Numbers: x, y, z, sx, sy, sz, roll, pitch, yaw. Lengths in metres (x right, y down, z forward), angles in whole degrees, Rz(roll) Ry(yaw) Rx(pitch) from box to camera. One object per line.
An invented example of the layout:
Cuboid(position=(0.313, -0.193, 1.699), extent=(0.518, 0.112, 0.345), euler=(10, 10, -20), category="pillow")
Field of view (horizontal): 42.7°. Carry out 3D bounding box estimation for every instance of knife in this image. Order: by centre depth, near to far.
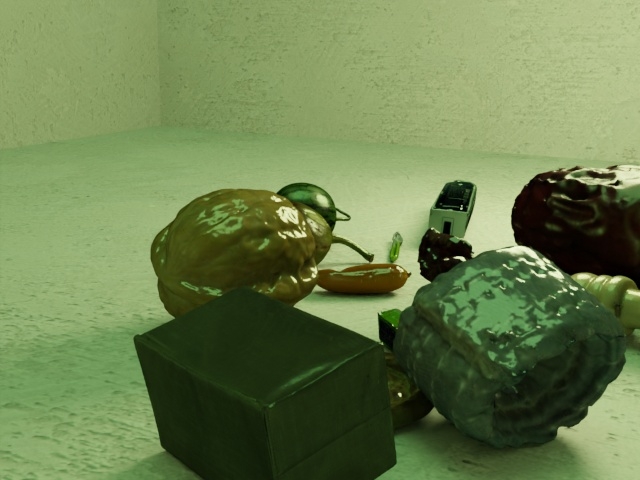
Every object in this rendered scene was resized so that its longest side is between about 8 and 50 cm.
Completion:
Cuboid(position=(0.162, 0.013, 1.745), extent=(0.022, 0.026, 0.184), euler=(-37, 8, 17), category="knife")

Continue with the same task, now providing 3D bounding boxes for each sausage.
Cuboid(position=(0.073, 0.069, 1.459), extent=(0.183, 0.054, 0.062), euler=(-3, -17, -7), category="sausage")

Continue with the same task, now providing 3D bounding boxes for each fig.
Cuboid(position=(0.000, 0.000, 1.603), extent=(0.245, 0.149, 0.149), euler=(7, 9, -32), category="fig")

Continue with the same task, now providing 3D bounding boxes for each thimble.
Cuboid(position=(0.216, 0.122, 0.932), extent=(0.236, 0.205, 0.172), euler=(9, 24, -39), category="thimble")

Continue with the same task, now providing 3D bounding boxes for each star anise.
Cuboid(position=(0.237, 0.073, 1.269), extent=(0.126, 0.190, 0.220), euler=(-45, 28, -8), category="star anise")

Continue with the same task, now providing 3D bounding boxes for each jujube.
Cuboid(position=(0.528, -0.026, 1.504), extent=(0.258, 0.258, 0.377), euler=(-9, 5, -35), category="jujube")

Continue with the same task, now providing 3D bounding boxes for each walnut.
Cuboid(position=(-0.133, 0.034, 1.249), extent=(0.257, 0.224, 0.257), euler=(12, 32, -7), category="walnut")

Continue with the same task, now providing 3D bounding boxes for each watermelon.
Cuboid(position=(-0.019, -0.054, 1.762), extent=(0.187, 0.140, 0.141), euler=(1, 14, -15), category="watermelon")

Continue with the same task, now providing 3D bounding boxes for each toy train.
Cuboid(position=(0.149, 0.145, 1.160), extent=(0.081, 0.060, 0.202), euler=(-12, 18, -19), category="toy train")
Cuboid(position=(0.321, -0.072, 1.950), extent=(0.086, 0.088, 0.407), euler=(6, 15, 13), category="toy train")

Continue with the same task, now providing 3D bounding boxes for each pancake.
Cuboid(position=(0.023, 0.185, 1.045), extent=(0.250, 0.031, 0.250), euler=(-1, 15, 0), category="pancake")

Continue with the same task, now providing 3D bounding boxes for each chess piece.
Cuboid(position=(0.456, 0.103, 1.256), extent=(0.307, 0.124, 0.139), euler=(7, 20, 39), category="chess piece")

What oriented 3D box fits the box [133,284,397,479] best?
Cuboid(position=(-0.058, 0.165, 0.840), extent=(0.149, 0.155, 0.231), euler=(-24, 25, -34), category="box")
